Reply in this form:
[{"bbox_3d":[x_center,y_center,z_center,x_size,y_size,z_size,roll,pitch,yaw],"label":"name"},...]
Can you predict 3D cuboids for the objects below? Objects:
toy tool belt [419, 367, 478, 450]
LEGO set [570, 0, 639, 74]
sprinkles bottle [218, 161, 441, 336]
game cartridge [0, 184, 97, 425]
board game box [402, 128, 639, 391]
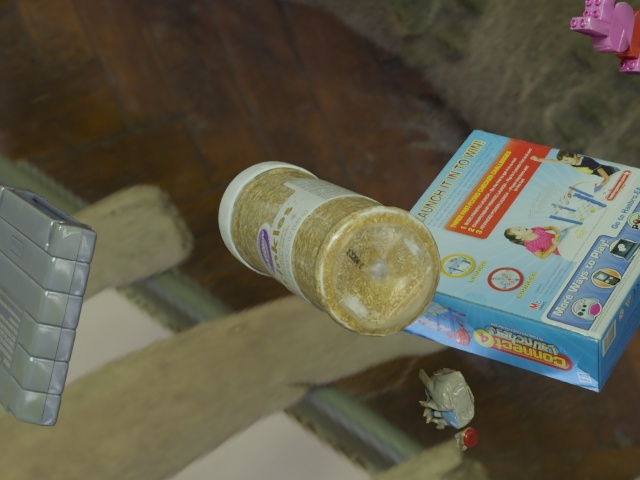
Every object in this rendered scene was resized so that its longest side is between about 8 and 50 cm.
[{"bbox_3d":[0.128,0.169,1.614,0.051,0.052,0.083,8,124,48],"label":"toy tool belt"},{"bbox_3d":[0.242,-0.242,1.153,0.087,0.093,0.227,7,86,55],"label":"LEGO set"},{"bbox_3d":[0.000,0.000,1.568,0.355,0.121,0.121,-154,45,-69],"label":"sprinkles bottle"},{"bbox_3d":[-0.343,0.070,1.863,0.355,0.068,0.230,-156,74,-66],"label":"game cartridge"},{"bbox_3d":[0.257,0.014,1.929,0.301,0.308,0.086,16,136,28],"label":"board game box"}]
